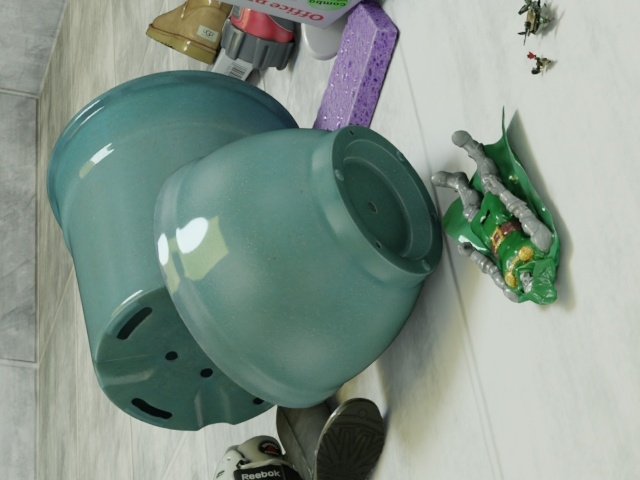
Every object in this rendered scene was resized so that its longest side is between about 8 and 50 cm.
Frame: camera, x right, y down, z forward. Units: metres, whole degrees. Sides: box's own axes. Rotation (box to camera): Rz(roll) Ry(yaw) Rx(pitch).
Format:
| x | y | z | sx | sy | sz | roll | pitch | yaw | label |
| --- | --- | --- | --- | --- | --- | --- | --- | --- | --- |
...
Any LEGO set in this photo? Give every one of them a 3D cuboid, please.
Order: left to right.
| x | y | z | sx | sy | sz | roll | pitch | yaw | label |
| --- | --- | --- | --- | --- | --- | --- | --- | --- | --- |
| 0.204 | -0.196 | 1.446 | 0.054 | 0.023 | 0.083 | 178 | 87 | -73 | LEGO set |

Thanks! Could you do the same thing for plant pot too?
| x | y | z | sx | sy | sz | roll | pitch | yaw | label |
| --- | --- | --- | --- | --- | --- | --- | --- | --- | --- |
| -0.158 | 0.027 | 1.880 | 0.334 | 0.341 | 0.341 | -102 | 28 | -49 | plant pot |
| 0.000 | 0.000 | 1.605 | 0.196 | 0.293 | 0.293 | -32 | 46 | 32 | plant pot |

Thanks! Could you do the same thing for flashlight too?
| x | y | z | sx | sy | sz | roll | pitch | yaw | label |
| --- | --- | --- | --- | --- | --- | --- | --- | --- | --- |
| -0.049 | -0.390 | 2.154 | 0.304 | 0.103 | 0.103 | -69 | -12 | 21 | flashlight |

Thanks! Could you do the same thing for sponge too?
| x | y | z | sx | sy | sz | roll | pitch | yaw | label |
| --- | --- | --- | --- | --- | --- | --- | --- | --- | --- |
| 0.037 | -0.183 | 1.897 | 0.117 | 0.031 | 0.210 | -114 | 37 | -58 | sponge |

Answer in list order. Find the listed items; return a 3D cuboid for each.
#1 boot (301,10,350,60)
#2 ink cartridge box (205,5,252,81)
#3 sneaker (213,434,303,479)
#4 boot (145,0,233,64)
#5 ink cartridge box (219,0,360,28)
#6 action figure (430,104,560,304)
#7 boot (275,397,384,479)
| x | y | z | sx | sy | sz | roll | pitch | yaw | label |
| --- | --- | --- | --- | --- | --- | --- | --- | --- | --- |
| 0.007 | -0.304 | 2.003 | 0.086 | 0.069 | 0.190 | 125 | 156 | -66 | boot |
| -0.121 | -0.326 | 2.423 | 0.189 | 0.066 | 0.232 | -48 | 17 | 58 | ink cartridge box |
| -0.075 | 0.310 | 1.862 | 0.330 | 0.122 | 0.146 | 178 | 98 | -70 | sneaker |
| -0.160 | -0.415 | 2.418 | 0.236 | 0.089 | 0.270 | 32 | 99 | 61 | boot |
| -0.011 | -0.406 | 1.820 | 0.270 | 0.198 | 0.197 | -30 | 55 | 56 | ink cartridge box |
| 0.165 | -0.014 | 1.416 | 0.232 | 0.063 | 0.137 | -116 | 42 | -53 | action figure |
| 0.006 | 0.213 | 1.774 | 0.208 | 0.076 | 0.190 | -104 | 30 | -62 | boot |
